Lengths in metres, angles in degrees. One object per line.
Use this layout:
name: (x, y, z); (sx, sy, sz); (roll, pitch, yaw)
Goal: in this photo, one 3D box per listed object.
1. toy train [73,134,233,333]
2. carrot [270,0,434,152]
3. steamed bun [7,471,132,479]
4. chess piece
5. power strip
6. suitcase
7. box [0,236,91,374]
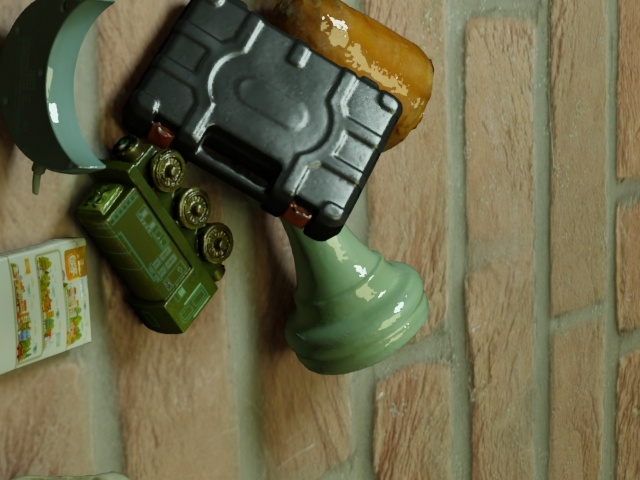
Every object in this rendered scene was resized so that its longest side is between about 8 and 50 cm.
toy train: (-0.190, -0.009, 1.544); (0.137, 0.090, 0.225); (-54, 132, -27)
carrot: (0.027, -0.233, 1.727); (0.225, 0.159, 0.159); (36, 67, -44)
steamed bun: (-0.279, 0.393, 1.373); (0.320, 0.275, 0.206); (-32, 153, -13)
chess piece: (0.000, 0.000, 1.716); (0.194, 0.194, 0.299); (-43, 116, -39)
power strip: (-0.272, -0.150, 1.390); (0.044, 0.137, 0.216); (-5, 103, -56)
suitcase: (-0.064, -0.148, 1.577); (0.285, 0.066, 0.206); (30, 65, -6)
box: (-0.313, 0.070, 1.408); (0.220, 0.032, 0.122); (-18, 108, -63)
